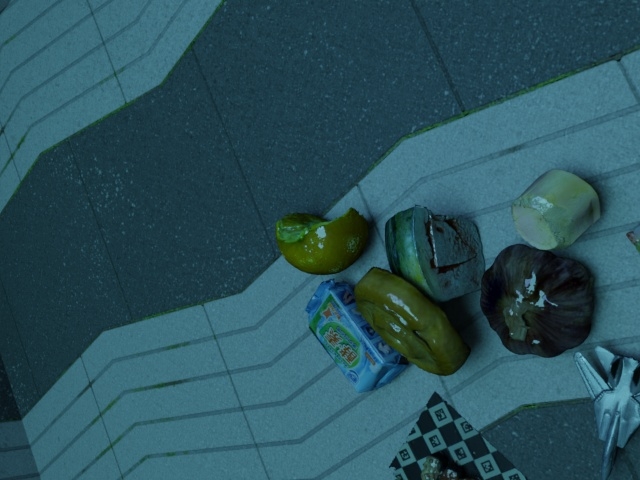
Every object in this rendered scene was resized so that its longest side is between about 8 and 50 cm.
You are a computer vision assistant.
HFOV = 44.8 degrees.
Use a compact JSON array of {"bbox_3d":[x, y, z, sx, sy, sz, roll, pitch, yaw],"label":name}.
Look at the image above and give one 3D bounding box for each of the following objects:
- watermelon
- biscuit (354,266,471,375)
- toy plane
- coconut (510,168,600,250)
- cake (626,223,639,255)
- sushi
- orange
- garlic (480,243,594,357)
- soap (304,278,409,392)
[{"bbox_3d":[0.251,0.027,1.737,0.262,0.201,0.212,159,100,-79],"label":"watermelon"},{"bbox_3d":[0.190,0.188,1.710,0.296,0.296,0.102,37,72,29],"label":"biscuit"},{"bbox_3d":[0.591,0.352,1.533,0.212,0.088,0.267,16,113,37],"label":"toy plane"},{"bbox_3d":[0.469,-0.066,1.535,0.147,0.153,0.147,41,154,25],"label":"coconut"},{"bbox_3d":[0.669,-0.026,1.418,0.225,0.090,0.109,-45,72,33],"label":"cake"},{"bbox_3d":[0.299,0.546,1.800,0.290,0.050,0.264,41,118,28],"label":"sushi"},{"bbox_3d":[0.002,0.005,1.882,0.237,0.179,0.158,-4,91,37],"label":"orange"},{"bbox_3d":[0.430,0.124,1.575,0.245,0.161,0.244,5,97,38],"label":"garlic"},{"bbox_3d":[0.077,0.236,1.903,0.293,0.077,0.156,51,135,23],"label":"soap"}]
